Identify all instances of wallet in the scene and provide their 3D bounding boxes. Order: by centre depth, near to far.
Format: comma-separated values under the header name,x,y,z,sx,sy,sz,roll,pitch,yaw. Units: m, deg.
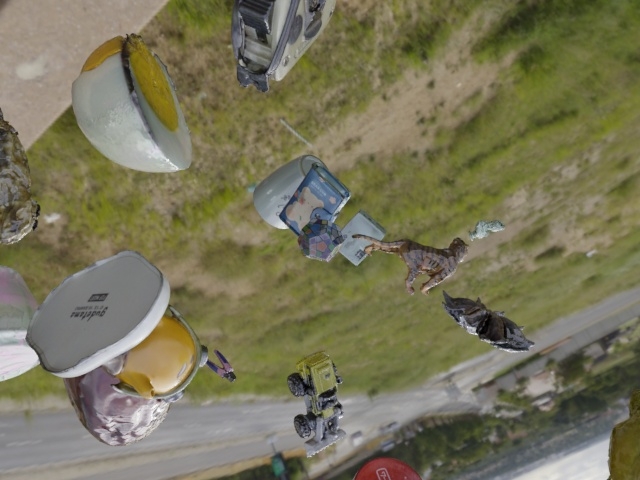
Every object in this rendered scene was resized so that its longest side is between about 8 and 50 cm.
name,x,y,z,sx,sy,sz,roll,pitch,yaw
wallet,-0.015,-0.093,1.681,0.059,0.141,0.202,-30,160,-53

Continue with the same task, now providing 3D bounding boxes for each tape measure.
name,x,y,z,sx,sy,sz,roll,pitch,yaw
tape measure,-0.064,-0.443,1.160,0.271,0.133,0.231,-54,164,-24

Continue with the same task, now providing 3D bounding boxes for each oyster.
name,x,y,z,sx,sy,sz,roll,pitch,yaw
oyster,-0.695,-0.152,1.340,0.129,0.344,0.078,-19,164,6

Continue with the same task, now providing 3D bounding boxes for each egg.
name,x,y,z,sx,sy,sz,roll,pitch,yaw
egg,-0.431,-0.280,1.381,0.201,0.336,0.337,-19,155,9

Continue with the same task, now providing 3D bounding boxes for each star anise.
name,x,y,z,sx,sy,sz,roll,pitch,yaw
star anise,0.325,0.166,1.243,0.061,0.205,0.181,-66,166,10

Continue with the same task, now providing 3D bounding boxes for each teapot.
name,x,y,z,sx,sy,sz,roll,pitch,yaw
teapot,-0.563,0.123,1.010,0.163,0.178,0.222,-37,149,16

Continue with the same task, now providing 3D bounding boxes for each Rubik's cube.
name,x,y,z,sx,sy,sz,roll,pitch,yaw
Rubik's cube,0.000,0.000,1.482,0.093,0.111,0.111,-24,159,35

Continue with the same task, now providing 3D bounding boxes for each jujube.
name,x,y,z,sx,sy,sz,roll,pitch,yaw
jujube,-0.380,0.262,1.192,0.223,0.223,0.317,-11,139,-26

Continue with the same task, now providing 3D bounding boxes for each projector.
name,x,y,z,sx,sy,sz,roll,pitch,yaw
projector,0.123,-0.011,1.977,0.147,0.115,0.061,-49,180,26

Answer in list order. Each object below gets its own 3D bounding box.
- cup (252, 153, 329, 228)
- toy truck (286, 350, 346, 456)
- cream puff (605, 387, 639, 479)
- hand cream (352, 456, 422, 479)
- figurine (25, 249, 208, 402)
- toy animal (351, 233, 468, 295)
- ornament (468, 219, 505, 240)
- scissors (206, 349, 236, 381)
name,x,y,z,sx,sy,sz,roll,pitch,yaw
cup,-0.055,-0.159,2.083,0.258,0.186,0.234,22,141,-33
toy truck,0.001,0.427,1.606,0.136,0.285,0.111,-19,-164,-32
cream puff,0.449,0.267,0.726,0.282,0.185,0.281,-2,116,-4
hand cream,0.154,0.637,1.507,0.193,0.193,0.125,-11,139,-26
figurine,-0.234,0.117,0.764,0.250,0.166,0.141,5,147,45
toy animal,0.188,0.031,1.312,0.256,0.114,0.116,17,123,-20
ornament,0.456,-0.032,1.724,0.069,0.041,0.092,16,139,-31
scissors,-0.212,0.272,1.335,0.039,0.113,0.012,-38,129,-18
